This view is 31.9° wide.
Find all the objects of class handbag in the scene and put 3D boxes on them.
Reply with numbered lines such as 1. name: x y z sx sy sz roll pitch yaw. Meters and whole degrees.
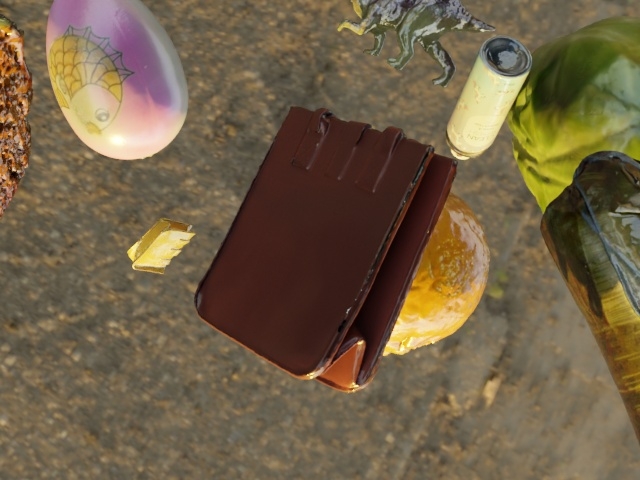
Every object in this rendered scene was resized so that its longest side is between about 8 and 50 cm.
1. handbag: -0.212 0.007 1.497 0.083 0.027 0.061 -43 146 26
2. handbag: 0.001 0.001 1.191 0.084 0.260 0.275 26 86 -38

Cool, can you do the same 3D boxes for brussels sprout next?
1. brussels sprout: 0.406 -0.165 1.564 0.281 0.354 0.289 -14 108 -18

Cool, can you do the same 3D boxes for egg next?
1. egg: -0.305 -0.253 1.656 0.196 0.196 0.271 -25 88 -34

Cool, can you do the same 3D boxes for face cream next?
1. face cream: 0.231 -0.191 1.588 0.075 0.075 0.229 -40 164 -25

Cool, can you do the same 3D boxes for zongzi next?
1. zongzi: 0.474 0.038 1.134 0.208 0.432 0.403 -15 78 -59

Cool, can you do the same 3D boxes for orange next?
1. orange: 0.136 0.055 2.009 0.340 0.340 0.293 4 74 -43

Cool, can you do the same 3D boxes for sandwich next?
1. sandwich: -0.380 -0.135 1.183 0.292 0.109 0.212 98 10 -47

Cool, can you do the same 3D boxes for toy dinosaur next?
1. toy dinosaur: 0.144 -0.379 1.925 0.294 0.077 0.162 24 102 -2
